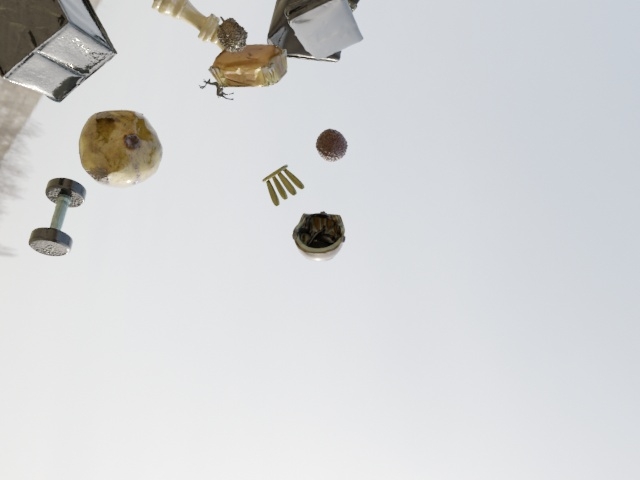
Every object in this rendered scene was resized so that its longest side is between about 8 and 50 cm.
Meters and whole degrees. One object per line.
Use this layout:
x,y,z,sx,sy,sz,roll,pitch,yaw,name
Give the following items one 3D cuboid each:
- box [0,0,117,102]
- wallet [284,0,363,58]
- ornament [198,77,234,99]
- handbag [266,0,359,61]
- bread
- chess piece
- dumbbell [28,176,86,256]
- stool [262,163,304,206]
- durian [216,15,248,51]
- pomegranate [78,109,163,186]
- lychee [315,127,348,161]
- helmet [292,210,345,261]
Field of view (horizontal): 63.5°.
-0.788,-0.623,1.452,0.251,0.204,0.345,-33,-101,11,box
0.020,-0.686,1.672,0.197,0.377,0.051,-18,-95,14,wallet
-0.373,-0.541,1.847,0.073,0.125,0.028,98,-5,-46,ornament
-0.024,-0.810,1.863,0.152,0.287,0.342,-112,-140,-72,handbag
-0.234,-0.574,1.696,0.241,0.107,0.136,7,-131,26,bread
-0.392,-0.752,1.835,0.117,0.397,0.117,-45,-152,31,chess piece
-0.680,-0.062,1.344,0.100,0.100,0.191,-27,-129,40,dumbbell
-0.136,-0.199,1.846,0.135,0.110,0.134,-37,-173,-18,stool
-0.217,-0.505,1.262,0.080,0.091,0.080,-28,-157,13,durian
-0.691,-0.315,1.775,0.281,0.281,0.281,-23,-122,42,pomegranate
0.042,-0.348,1.902,0.123,0.123,0.129,-59,-170,12,lychee
0.000,0.000,1.919,0.198,0.130,0.224,0,-131,10,helmet
